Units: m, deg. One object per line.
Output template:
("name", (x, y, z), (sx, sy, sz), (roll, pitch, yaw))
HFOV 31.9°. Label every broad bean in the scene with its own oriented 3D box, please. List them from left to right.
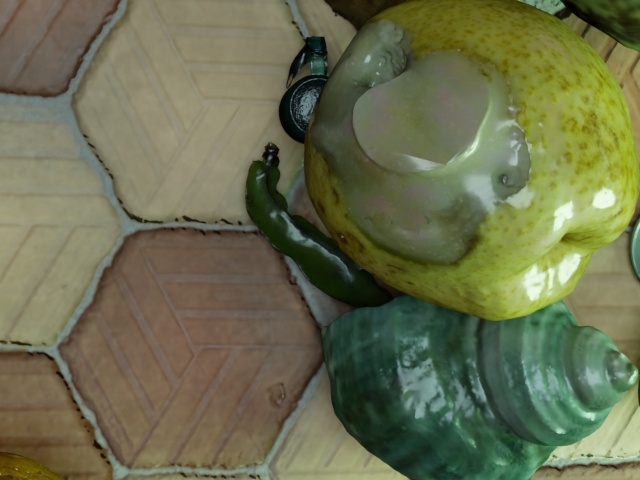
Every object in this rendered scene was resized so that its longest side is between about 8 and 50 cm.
("broad bean", (-0.008, 0.003, 1.031), (0.061, 0.046, 0.195), (-38, 95, -3))

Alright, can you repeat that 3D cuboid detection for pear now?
("pear", (0.123, -0.067, 0.909), (0.271, 0.271, 0.271), (0, 92, -8))

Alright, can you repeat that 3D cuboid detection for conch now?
("conch", (0.147, 0.125, 0.997), (0.195, 0.277, 0.220), (-58, 134, -41))

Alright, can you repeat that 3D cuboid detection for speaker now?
("speaker", (-0.011, -0.134, 1.010), (0.060, 0.075, 0.094), (-19, 94, -8))

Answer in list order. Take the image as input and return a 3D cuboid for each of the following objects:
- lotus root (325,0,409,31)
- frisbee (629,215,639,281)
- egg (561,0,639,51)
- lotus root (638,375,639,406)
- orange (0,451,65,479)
("lotus root", (0.048, -0.249, 1.001), (0.095, 0.135, 0.159), (-6, 80, -7))
("frisbee", (0.355, 0.008, 1.098), (0.110, 0.014, 0.110), (0, 93, -7))
("egg", (0.360, -0.339, 0.921), (0.428, 0.345, 0.345), (-37, 96, -10))
("lotus root", (0.394, 0.094, 1.068), (0.258, 0.097, 0.110), (-36, 130, -15))
("orange", (-0.287, 0.290, 0.913), (0.240, 0.240, 0.240), (0, 92, -8))
